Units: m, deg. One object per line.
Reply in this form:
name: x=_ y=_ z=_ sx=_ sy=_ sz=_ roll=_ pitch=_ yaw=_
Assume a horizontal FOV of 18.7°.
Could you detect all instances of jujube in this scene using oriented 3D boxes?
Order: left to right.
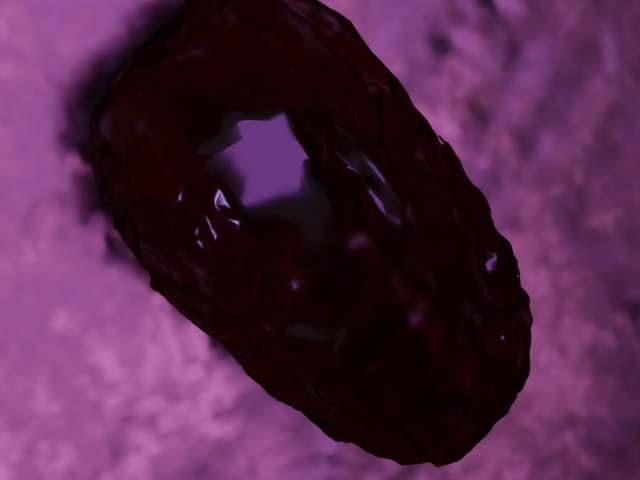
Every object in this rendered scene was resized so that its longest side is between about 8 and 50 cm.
jujube: x=0.000 y=0.000 z=0.461 sx=0.077 sy=0.077 sz=0.129 roll=-41 pitch=112 yaw=-7
